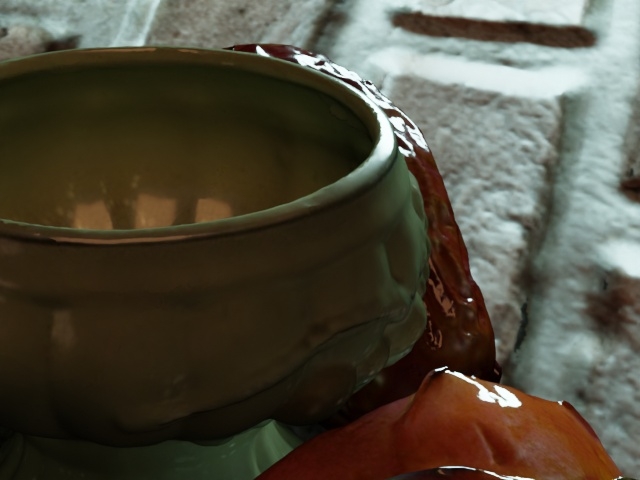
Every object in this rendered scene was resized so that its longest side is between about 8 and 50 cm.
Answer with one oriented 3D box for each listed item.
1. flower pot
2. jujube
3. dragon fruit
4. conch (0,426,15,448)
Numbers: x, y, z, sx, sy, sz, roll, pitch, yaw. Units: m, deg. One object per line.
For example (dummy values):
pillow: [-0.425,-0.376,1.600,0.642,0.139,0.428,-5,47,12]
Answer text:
flower pot: [-0.093,0.049,1.045,0.307,0.244,0.307,0,26,0]
jujube: [0.000,0.000,1.244,0.197,0.197,0.290,-26,65,-20]
dragon fruit: [0.074,0.220,0.964,0.290,0.291,0.189,-22,45,-17]
conch: [-0.286,0.081,1.198,0.291,0.159,0.210,-34,61,-24]
